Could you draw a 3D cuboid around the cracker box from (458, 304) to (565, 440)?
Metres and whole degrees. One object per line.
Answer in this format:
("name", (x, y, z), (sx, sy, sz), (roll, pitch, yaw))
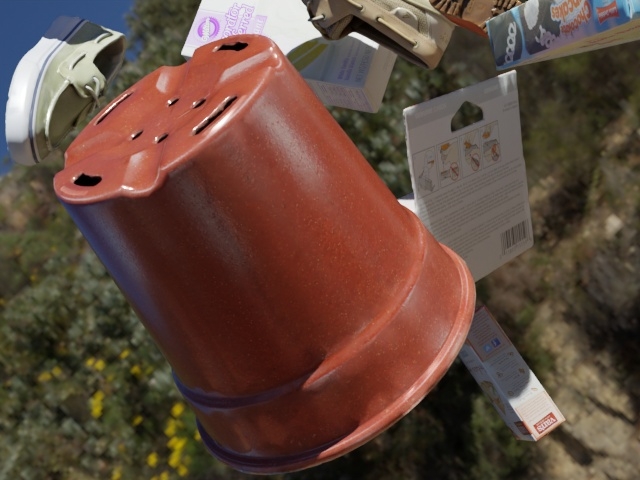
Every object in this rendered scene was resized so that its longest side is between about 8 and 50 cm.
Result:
("cracker box", (0.306, 0.227, 1.925), (0.067, 0.232, 0.155), (-34, -7, -7))

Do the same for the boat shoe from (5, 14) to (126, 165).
("boat shoe", (-0.318, -0.199, 1.435), (0.302, 0.094, 0.109), (-83, -3, -50))

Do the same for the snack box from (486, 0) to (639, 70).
("snack box", (0.299, -0.224, 1.073), (0.187, 0.060, 0.322), (-14, 4, -11))

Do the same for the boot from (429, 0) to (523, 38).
("boot", (0.219, -0.297, 1.506), (0.059, 0.158, 0.084), (-62, -8, 2))

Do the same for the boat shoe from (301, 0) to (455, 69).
("boat shoe", (0.029, -0.351, 1.658), (0.121, 0.341, 0.110), (39, -107, -79))

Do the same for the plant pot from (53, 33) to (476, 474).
("plant pot", (-0.054, -0.003, 0.913), (0.272, 0.265, 0.272), (-25, 30, 16))

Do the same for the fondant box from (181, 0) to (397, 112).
("fondant box", (-0.031, -0.358, 1.850), (0.238, 0.330, 0.096), (-71, -24, -13))

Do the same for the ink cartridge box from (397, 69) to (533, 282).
("ink cartridge box", (0.166, -0.068, 1.397), (0.060, 0.238, 0.275), (1, 17, 38))
